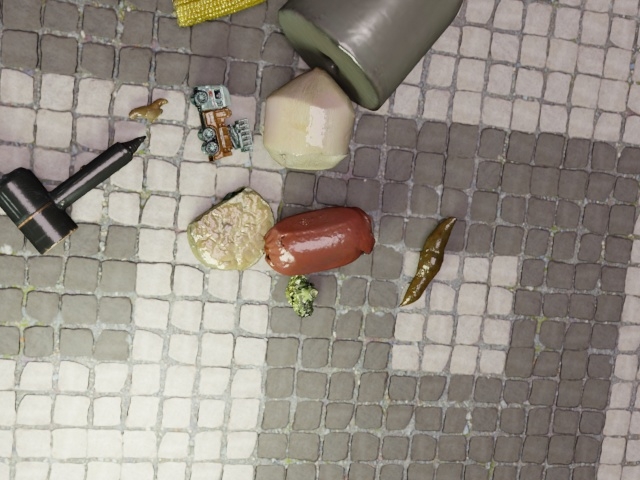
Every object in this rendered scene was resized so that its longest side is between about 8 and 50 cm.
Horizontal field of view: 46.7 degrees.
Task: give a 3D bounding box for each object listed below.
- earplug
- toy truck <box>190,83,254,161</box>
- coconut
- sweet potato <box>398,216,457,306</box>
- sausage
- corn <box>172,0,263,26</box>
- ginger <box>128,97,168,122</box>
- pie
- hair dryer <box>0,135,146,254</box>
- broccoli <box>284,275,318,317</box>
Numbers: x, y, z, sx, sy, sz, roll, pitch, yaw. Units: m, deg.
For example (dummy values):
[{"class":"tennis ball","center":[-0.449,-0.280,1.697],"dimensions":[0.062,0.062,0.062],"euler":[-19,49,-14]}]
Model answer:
[{"class":"earplug","center":[0.146,-0.537,1.675],"dimensions":[0.312,0.312,0.394],"euler":[44,85,-15]},{"class":"toy truck","center":[-0.233,-0.281,1.739],"dimensions":[0.115,0.080,0.177],"euler":[-15,102,-16]},{"class":"coconut","center":[-0.025,-0.281,1.725],"dimensions":[0.224,0.224,0.234],"euler":[-3,97,-13]},{"class":"sweet potato","center":[0.279,0.059,1.912],"dimensions":[0.067,0.067,0.273],"euler":[26,93,-15]},{"class":"sausage","center":[0.000,0.000,1.793],"dimensions":[0.280,0.152,0.152],"euler":[-11,100,-12]},{"class":"corn","center":[-0.222,-0.562,1.697],"dimensions":[0.244,0.093,0.093],"euler":[-24,102,-9]},{"class":"ginger","center":[-0.395,-0.296,1.725],"dimensions":[0.097,0.030,0.048],"euler":[-26,75,-11]},{"class":"pie","center":[-0.208,-0.016,1.793],"dimensions":[0.218,0.052,0.185],"euler":[-33,102,-9]},{"class":"hair dryer","center":[-0.551,-0.149,1.685],"dimensions":[0.352,0.107,0.189],"euler":[-41,102,-13]},{"class":"broccoli","center":[-0.043,0.135,1.833],"dimensions":[0.095,0.092,0.097],"euler":[35,70,-28]}]
